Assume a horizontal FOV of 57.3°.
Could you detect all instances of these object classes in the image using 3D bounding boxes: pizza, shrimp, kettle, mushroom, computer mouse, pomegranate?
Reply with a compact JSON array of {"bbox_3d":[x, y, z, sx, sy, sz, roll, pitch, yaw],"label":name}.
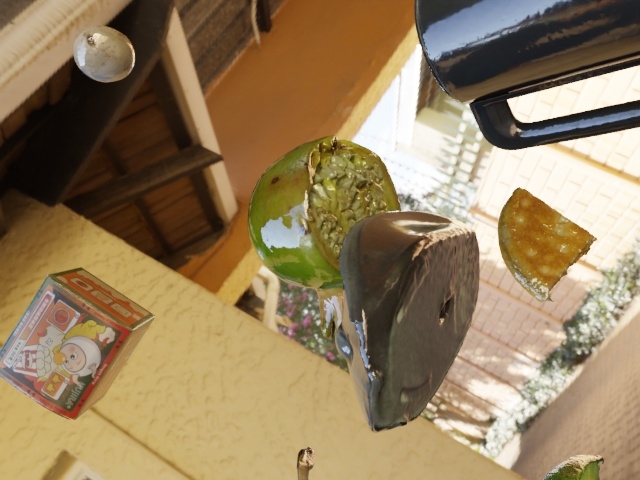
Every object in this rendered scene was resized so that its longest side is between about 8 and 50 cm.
[{"bbox_3d":[0.468,0.005,1.221,0.058,0.197,0.292,87,180,-54],"label":"pizza"},{"bbox_3d":[-0.006,0.377,0.841,0.195,0.035,0.148,67,-172,-59],"label":"shrimp"},{"bbox_3d":[0.299,-0.269,0.686,0.262,0.307,0.203,34,-124,-40],"label":"kettle"},{"bbox_3d":[-0.315,-0.279,0.858,0.085,0.085,0.079,100,163,-46],"label":"mushroom"},{"bbox_3d":[0.090,0.073,0.663,0.374,0.114,0.204,-23,-67,-61],"label":"computer mouse"},{"bbox_3d":[0.000,0.000,1.055,0.309,0.216,0.359,-9,-85,-54],"label":"pomegranate"}]

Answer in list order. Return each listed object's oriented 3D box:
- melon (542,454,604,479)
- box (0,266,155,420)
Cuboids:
[{"bbox_3d":[0.223,0.284,0.521,0.262,0.114,0.053,-45,2,-42],"label":"melon"},{"bbox_3d":[-0.441,0.181,1.060,0.195,0.177,0.148,-56,1,4],"label":"box"}]
